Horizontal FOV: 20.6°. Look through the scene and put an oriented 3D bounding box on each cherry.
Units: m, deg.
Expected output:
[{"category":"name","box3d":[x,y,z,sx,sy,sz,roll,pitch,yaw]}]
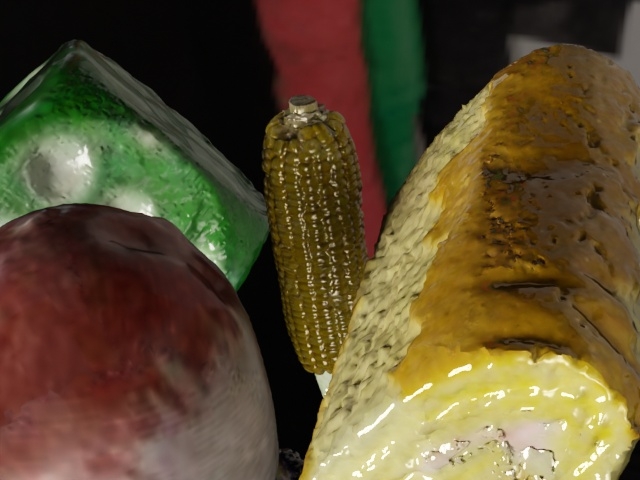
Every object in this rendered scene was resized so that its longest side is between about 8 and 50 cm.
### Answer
[{"category":"cherry","box3d":[-0.186,0.147,1.290,0.335,0.291,0.326,-49,-32,-8]}]

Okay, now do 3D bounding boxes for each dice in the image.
[{"category":"dice","box3d":[-0.240,-0.012,1.795,0.287,0.297,0.300,-47,13,5]}]

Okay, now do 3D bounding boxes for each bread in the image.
[{"category":"bread","box3d":[0.128,0.039,1.185,0.165,0.236,0.375,37,-147,-13]}]

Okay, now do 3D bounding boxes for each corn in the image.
[{"category":"corn","box3d":[0.000,0.000,1.394,0.080,0.080,0.238,-42,-51,-54]}]

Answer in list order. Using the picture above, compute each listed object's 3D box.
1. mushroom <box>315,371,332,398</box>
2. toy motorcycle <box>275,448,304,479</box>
[{"category":"mushroom","box3d":[0.093,0.250,1.919,0.333,0.087,0.107,50,-123,-16]},{"category":"toy motorcycle","box3d":[-0.133,0.362,2.054,0.134,0.207,0.401,-2,-52,-38]}]
